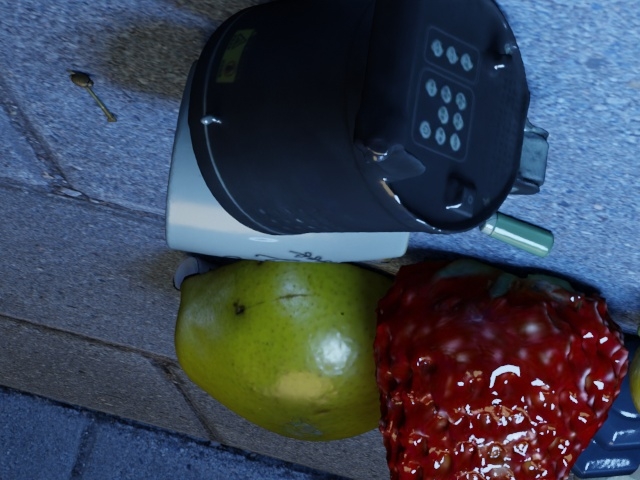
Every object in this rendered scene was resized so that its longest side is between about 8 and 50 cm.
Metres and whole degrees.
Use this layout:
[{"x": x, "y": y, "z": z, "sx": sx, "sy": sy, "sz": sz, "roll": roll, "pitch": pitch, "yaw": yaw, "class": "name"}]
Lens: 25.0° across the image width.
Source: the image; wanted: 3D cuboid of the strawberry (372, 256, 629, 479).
[{"x": 0.198, "y": 0.207, "z": 1.782, "sx": 0.317, "sy": 0.345, "sz": 0.295, "roll": 18, "pitch": 164, "yaw": -4, "class": "strawberry"}]

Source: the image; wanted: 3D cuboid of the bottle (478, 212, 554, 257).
[{"x": 0.220, "y": -0.008, "z": 1.621, "sx": 0.083, "sy": 0.030, "sz": 0.030, "roll": 21, "pitch": 163, "yaw": -12, "class": "bottle"}]

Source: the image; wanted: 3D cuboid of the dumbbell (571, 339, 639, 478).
[{"x": 0.409, "y": 0.241, "z": 2.017, "sx": 0.160, "sy": 0.144, "sz": 0.325, "roll": -7, "pitch": 163, "yaw": 0, "class": "dumbbell"}]

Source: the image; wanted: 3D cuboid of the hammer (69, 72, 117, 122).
[{"x": -0.250, "y": -0.157, "z": 1.616, "sx": 0.029, "sy": 0.014, "sz": 0.123, "roll": 21, "pitch": 168, "yaw": 16, "class": "hammer"}]

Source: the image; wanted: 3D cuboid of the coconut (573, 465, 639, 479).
[{"x": 0.521, "y": 0.409, "z": 2.334, "sx": 0.239, "sy": 0.244, "sz": 0.239, "roll": 5, "pitch": 131, "yaw": 6, "class": "coconut"}]

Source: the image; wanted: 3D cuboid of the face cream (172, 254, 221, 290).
[{"x": -0.119, "y": 0.087, "z": 2.200, "sx": 0.092, "sy": 0.058, "sz": 0.244, "roll": -23, "pitch": 145, "yaw": 37, "class": "face cream"}]

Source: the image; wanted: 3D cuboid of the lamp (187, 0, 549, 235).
[{"x": 0.019, "y": -0.107, "z": 1.184, "sx": 0.272, "sy": 0.205, "sz": 0.374, "roll": 3, "pitch": 170, "yaw": 26, "class": "lamp"}]

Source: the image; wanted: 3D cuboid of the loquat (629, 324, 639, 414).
[{"x": 0.449, "y": 0.159, "z": 1.722, "sx": 0.172, "sy": 0.149, "sz": 0.204, "roll": -30, "pitch": 122, "yaw": 35, "class": "loquat"}]

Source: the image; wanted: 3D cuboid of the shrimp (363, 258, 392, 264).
[{"x": -0.001, "y": 0.004, "z": 1.823, "sx": 0.187, "sy": 0.051, "sz": 0.132, "roll": 15, "pitch": 163, "yaw": -6, "class": "shrimp"}]

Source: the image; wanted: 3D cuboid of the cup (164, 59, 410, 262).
[{"x": -0.022, "y": -0.075, "z": 1.447, "sx": 0.234, "sy": 0.186, "sz": 0.258, "roll": 9, "pitch": -167, "yaw": -2, "class": "cup"}]

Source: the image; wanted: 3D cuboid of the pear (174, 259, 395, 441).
[{"x": -0.024, "y": 0.175, "z": 2.050, "sx": 0.386, "sy": 0.191, "sz": 0.340, "roll": -2, "pitch": 150, "yaw": 17, "class": "pear"}]
